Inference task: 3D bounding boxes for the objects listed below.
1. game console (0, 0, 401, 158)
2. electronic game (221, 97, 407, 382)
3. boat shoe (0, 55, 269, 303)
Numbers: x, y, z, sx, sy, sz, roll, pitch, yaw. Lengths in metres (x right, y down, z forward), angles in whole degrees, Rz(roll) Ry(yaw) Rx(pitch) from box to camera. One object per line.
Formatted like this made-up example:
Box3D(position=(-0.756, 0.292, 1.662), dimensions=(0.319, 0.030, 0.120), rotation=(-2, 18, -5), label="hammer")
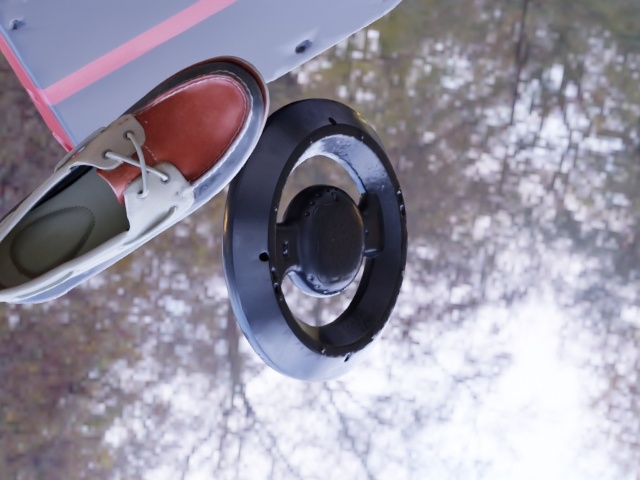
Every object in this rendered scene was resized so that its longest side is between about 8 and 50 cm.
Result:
Box3D(position=(-0.083, -0.226, 1.217), dimensions=(0.386, 0.342, 0.060), rotation=(-32, -113, -7), label="game console")
Box3D(position=(0.000, 0.000, 1.156), dimensions=(0.048, 0.229, 0.229), rotation=(0, -166, 38), label="electronic game")
Box3D(position=(-0.078, -0.021, 0.552), dimensions=(0.049, 0.137, 0.043), rotation=(55, -166, 1), label="boat shoe")
